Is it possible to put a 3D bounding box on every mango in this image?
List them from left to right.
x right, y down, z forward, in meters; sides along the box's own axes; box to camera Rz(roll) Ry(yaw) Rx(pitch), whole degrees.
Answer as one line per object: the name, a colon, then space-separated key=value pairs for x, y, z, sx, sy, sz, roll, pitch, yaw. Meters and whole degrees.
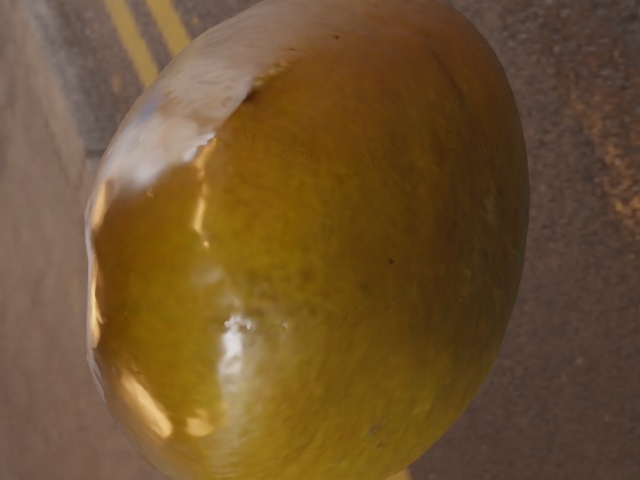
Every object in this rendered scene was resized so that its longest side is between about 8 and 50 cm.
mango: x=0.000 y=0.000 z=0.676 sx=0.365 sy=0.182 sz=0.253 roll=-24 pitch=-60 yaw=-77
